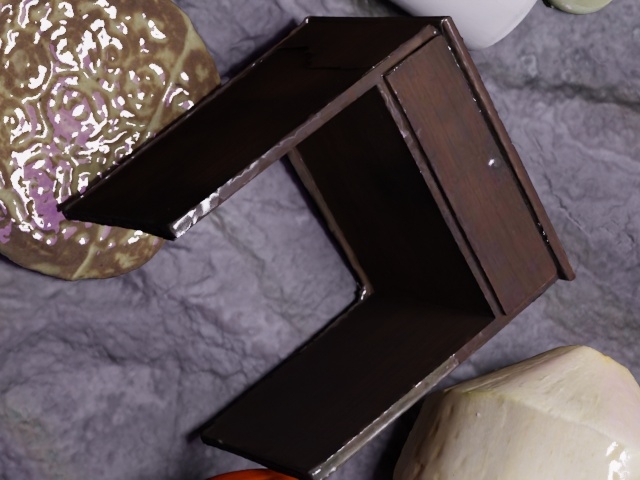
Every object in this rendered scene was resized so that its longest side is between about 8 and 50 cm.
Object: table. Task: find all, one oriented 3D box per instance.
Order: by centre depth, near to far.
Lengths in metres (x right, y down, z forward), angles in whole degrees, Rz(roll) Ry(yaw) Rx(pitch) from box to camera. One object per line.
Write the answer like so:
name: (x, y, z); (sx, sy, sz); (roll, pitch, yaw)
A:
table: (0.000, 0.000, 1.539); (0.282, 0.196, 0.250); (-39, 116, -23)

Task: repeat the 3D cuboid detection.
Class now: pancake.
pancake: (-0.190, -0.096, 1.546); (0.250, 0.031, 0.250); (-3, 96, -27)

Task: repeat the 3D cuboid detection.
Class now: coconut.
coconut: (0.195, 0.210, 1.656); (0.259, 0.259, 0.259); (-2, 95, -27)

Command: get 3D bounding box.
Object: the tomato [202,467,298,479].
tomato: (-0.070, 0.295, 1.527); (0.180, 0.260, 0.259); (13, 88, 5)

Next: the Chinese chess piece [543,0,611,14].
Chinese chess piece: (0.230, -0.242, 1.746); (0.084, 0.034, 0.084); (-1, 93, -28)

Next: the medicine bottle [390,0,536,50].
medicine bottle: (0.026, -0.291, 1.585); (0.341, 0.130, 0.130); (31, 80, -25)
